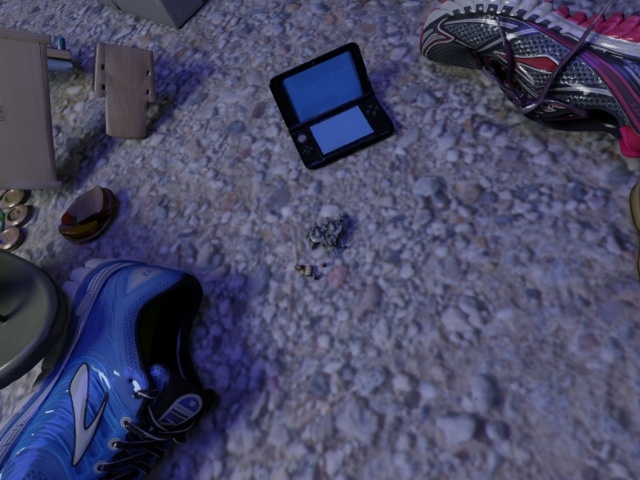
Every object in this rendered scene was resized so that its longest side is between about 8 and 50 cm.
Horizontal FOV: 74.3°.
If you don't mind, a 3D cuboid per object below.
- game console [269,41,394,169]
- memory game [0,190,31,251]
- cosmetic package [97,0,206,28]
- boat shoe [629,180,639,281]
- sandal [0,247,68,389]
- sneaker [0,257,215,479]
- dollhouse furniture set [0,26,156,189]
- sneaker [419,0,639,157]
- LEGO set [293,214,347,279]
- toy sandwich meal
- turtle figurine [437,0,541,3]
[{"bbox_3d":[0.014,-0.165,0.523,0.122,0.071,0.107,-24,60,1],"label":"game console"},{"bbox_3d":[-0.501,-0.012,0.604,0.187,0.012,0.186,-6,62,11],"label":"memory game"},{"bbox_3d":[-0.324,-0.474,0.737,0.238,0.127,0.107,30,73,27],"label":"cosmetic package"},{"bbox_3d":[0.318,0.006,0.364,0.064,0.060,0.177,-1,63,14],"label":"boat shoe"},{"bbox_3d":[-0.353,0.023,0.377,0.303,0.086,0.120,35,71,18],"label":"sandal"},{"bbox_3d":[-0.183,0.163,0.368,0.147,0.129,0.329,-3,62,15],"label":"sneaker"},{"bbox_3d":[-0.437,-0.217,0.660,0.287,0.197,0.303,-4,25,-31],"label":"dollhouse furniture set"},{"bbox_3d":[0.235,-0.190,0.461,0.299,0.121,0.111,32,104,34],"label":"sneaker"},{"bbox_3d":[0.002,0.002,0.466,0.054,0.023,0.083,6,65,17],"label":"LEGO set"},{"bbox_3d":[-0.312,-0.036,0.560,0.086,0.029,0.085,-6,62,11],"label":"toy sandwich meal"},{"bbox_3d":[0.156,-0.422,0.540,0.267,0.197,0.274,4,47,26],"label":"turtle figurine"}]
